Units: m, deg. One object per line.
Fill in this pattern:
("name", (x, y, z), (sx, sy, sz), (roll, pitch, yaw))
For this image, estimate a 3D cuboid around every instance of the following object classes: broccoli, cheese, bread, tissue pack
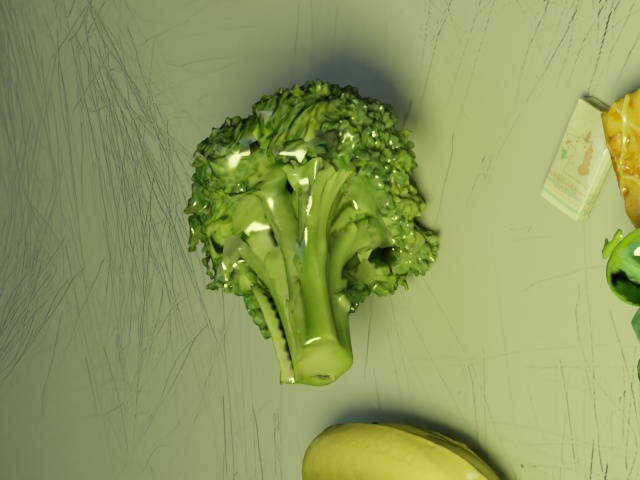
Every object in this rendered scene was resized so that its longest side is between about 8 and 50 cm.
("broccoli", (0.011, -0.014, 1.221), (0.302, 0.249, 0.375), (56, 145, 22))
("cheese", (0.085, 0.317, 1.261), (0.316, 0.128, 0.260), (27, 117, 51))
("bread", (0.328, -0.093, 0.937), (0.188, 0.068, 0.126), (-36, 65, 49))
("tissue pack", (0.252, -0.078, 1.077), (0.056, 0.023, 0.108), (46, 129, 41))

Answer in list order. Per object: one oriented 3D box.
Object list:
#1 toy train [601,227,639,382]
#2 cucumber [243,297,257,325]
("toy train", (0.338, 0.020, 0.822), (0.159, 0.188, 0.272), (-97, 23, -52))
("cucumber", (-0.050, -0.004, 1.458), (0.115, 0.063, 0.244), (39, 123, 43))
